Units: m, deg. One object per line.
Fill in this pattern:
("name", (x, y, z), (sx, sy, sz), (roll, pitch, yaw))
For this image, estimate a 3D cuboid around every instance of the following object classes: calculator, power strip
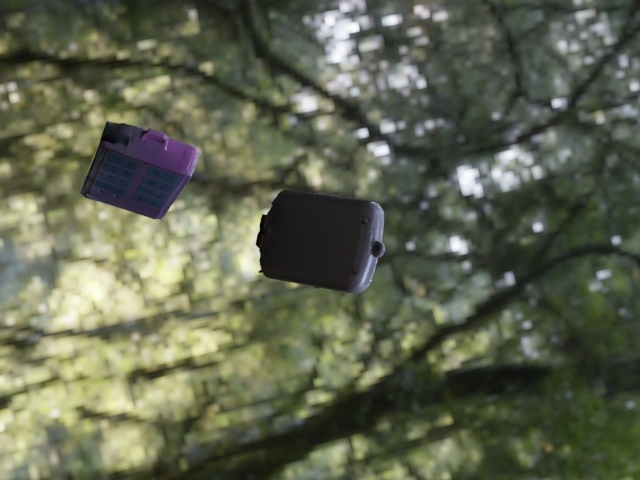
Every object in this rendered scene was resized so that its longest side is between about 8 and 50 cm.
("calculator", (0.000, 0.000, 1.898), (0.175, 0.032, 0.100), (9, -94, 41))
("power strip", (-0.214, -0.079, 2.102), (0.279, 0.109, 0.037), (139, -32, -73))
